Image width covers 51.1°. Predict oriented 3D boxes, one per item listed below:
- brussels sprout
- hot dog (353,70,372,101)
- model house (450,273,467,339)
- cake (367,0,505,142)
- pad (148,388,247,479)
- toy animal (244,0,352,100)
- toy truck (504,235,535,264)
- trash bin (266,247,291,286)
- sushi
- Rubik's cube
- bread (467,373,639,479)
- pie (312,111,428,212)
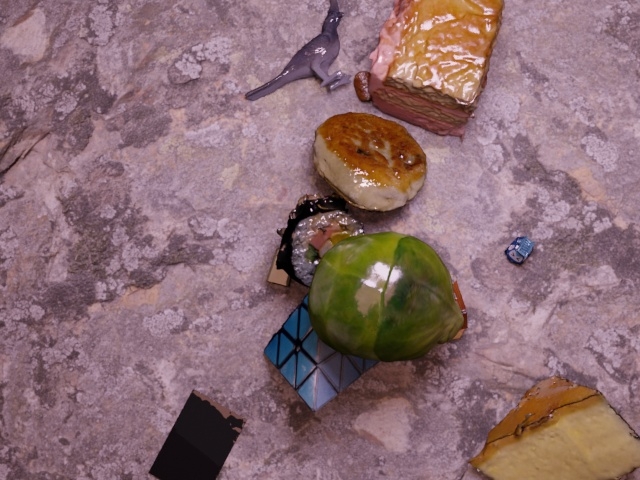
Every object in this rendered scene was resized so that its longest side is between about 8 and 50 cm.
[{"bbox_3d":[0.154,0.130,1.496,0.354,0.281,0.290,24,74,-30],"label":"brussels sprout"},{"bbox_3d":[0.122,-0.415,1.805,0.058,0.035,0.083,-16,88,3],"label":"hot dog"},{"bbox_3d":[0.257,0.170,1.683,0.219,0.136,0.208,-12,85,2],"label":"model house"},{"bbox_3d":[0.285,-0.461,1.667,0.293,0.307,0.315,21,86,8],"label":"cake"},{"bbox_3d":[-0.321,0.535,1.746,0.170,0.006,0.246,27,87,5],"label":"pad"},{"bbox_3d":[-0.015,-0.470,1.794,0.205,0.081,0.367,39,87,25],"label":"toy animal"},{"bbox_3d":[0.513,0.023,1.705,0.056,0.090,0.073,40,88,7],"label":"toy truck"},{"bbox_3d":[-0.101,0.071,1.764,0.060,0.043,0.092,14,84,5],"label":"trash bin"},{"bbox_3d":[-0.001,-0.002,1.677,0.224,0.219,0.239,17,115,-16],"label":"sushi"},{"bbox_3d":[-0.001,0.264,1.645,0.228,0.229,0.233,-41,75,-8],"label":"Rubik's cube"},{"bbox_3d":[0.562,0.492,1.569,0.315,0.279,0.248,-43,90,-14],"label":"bread"},{"bbox_3d":[0.133,-0.212,1.701,0.314,0.092,0.315,9,52,-12],"label":"pie"}]
